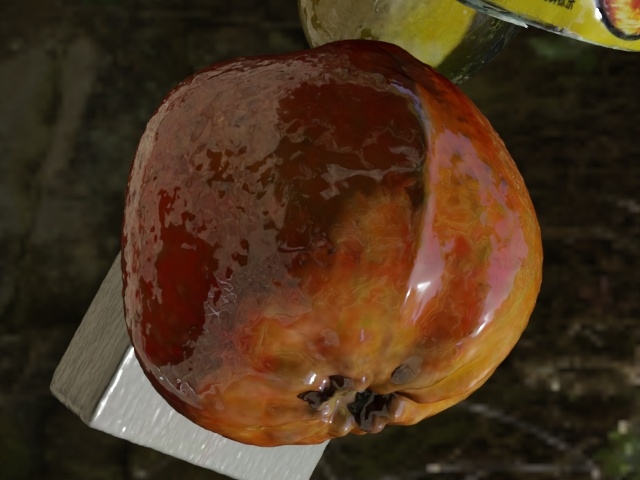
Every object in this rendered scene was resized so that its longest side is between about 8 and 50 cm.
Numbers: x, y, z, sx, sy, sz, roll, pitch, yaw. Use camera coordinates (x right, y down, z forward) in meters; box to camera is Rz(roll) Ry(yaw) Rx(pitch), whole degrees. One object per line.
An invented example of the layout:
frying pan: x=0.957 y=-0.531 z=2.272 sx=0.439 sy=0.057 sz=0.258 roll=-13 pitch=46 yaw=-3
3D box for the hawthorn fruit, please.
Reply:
hawthorn fruit: x=0.000 y=0.000 z=0.511 sx=0.128 sy=0.128 sz=0.128 roll=180 pitch=-90 yaw=-90

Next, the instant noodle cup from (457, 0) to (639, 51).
instant noodle cup: x=0.086 y=-0.156 z=0.632 sx=0.182 sy=0.182 sz=0.144 roll=-90 pitch=-157 yaw=-72

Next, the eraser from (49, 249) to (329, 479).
eraser: x=-0.067 y=0.090 z=1.163 sx=0.111 sy=0.077 sz=0.352 roll=-60 pitch=152 yaw=-3

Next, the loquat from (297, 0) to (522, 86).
loquat: x=0.070 y=-0.176 z=1.112 sx=0.195 sy=0.152 sz=0.152 roll=-61 pitch=-170 yaw=19
